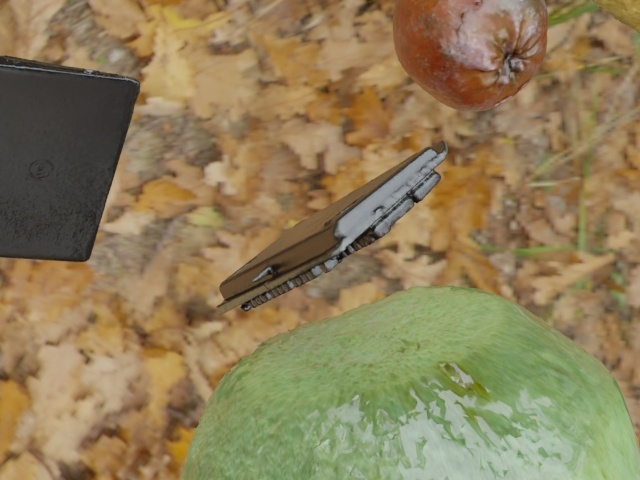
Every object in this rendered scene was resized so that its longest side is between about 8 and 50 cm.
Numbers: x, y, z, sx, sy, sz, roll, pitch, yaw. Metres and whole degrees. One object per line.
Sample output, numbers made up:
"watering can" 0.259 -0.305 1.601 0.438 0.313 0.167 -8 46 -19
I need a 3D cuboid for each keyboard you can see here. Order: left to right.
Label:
"keyboard" 0.000 0.000 0.870 0.094 0.230 0.025 -41 94 -19

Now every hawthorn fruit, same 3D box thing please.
"hawthorn fruit" 0.155 -0.229 1.669 0.173 0.173 0.172 0 91 -19

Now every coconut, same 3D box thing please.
"coconut" 0.070 0.202 1.002 0.328 0.281 0.328 -7 100 -43

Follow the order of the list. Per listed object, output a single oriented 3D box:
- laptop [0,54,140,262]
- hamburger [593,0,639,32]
"laptop" -0.238 -0.065 1.322 0.135 0.016 0.197 6 125 -25
"hamburger" 0.213 -0.179 0.773 0.214 0.214 0.108 43 55 -15
